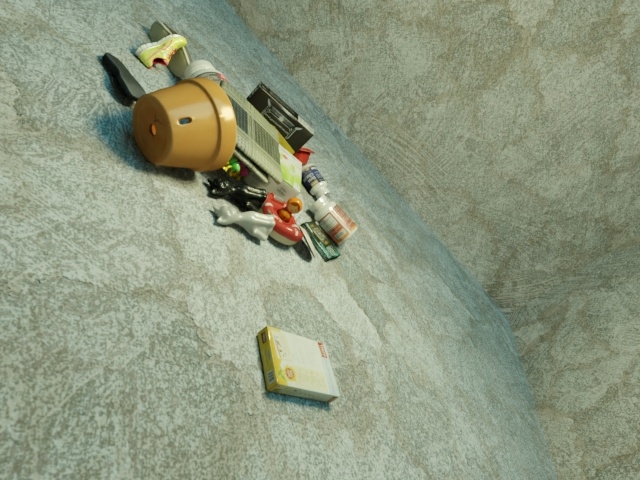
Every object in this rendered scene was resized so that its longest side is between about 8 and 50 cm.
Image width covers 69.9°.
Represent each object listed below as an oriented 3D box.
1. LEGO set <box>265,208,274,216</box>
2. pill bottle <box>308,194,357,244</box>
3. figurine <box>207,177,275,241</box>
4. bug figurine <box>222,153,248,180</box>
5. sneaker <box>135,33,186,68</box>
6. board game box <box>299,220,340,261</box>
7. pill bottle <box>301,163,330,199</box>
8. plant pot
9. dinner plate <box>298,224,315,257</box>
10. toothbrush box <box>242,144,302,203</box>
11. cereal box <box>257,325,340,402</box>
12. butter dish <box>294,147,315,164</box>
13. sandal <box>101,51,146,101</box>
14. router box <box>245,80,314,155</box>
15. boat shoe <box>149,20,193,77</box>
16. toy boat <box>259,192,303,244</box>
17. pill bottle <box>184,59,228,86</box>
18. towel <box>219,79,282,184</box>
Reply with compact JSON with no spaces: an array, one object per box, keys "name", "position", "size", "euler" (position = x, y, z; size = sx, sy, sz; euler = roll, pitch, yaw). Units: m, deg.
[{"name":"LEGO set","position":[-0.173,-0.069,1.590],"size":[0.023,0.054,0.083],"euler":[12,78,-35]},{"name":"pill bottle","position":[0.052,-0.094,2.020],"size":[0.216,0.121,0.121],"euler":[48,23,-5]},{"name":"figurine","position":[-0.274,-0.111,1.536],"size":[0.209,0.092,0.215],"euler":[17,39,-39]},{"name":"bug figurine","position":[-0.336,-0.324,1.636],"size":[0.216,0.072,0.279],"euler":[60,1,4]},{"name":"sneaker","position":[-0.612,-0.736,1.799],"size":[0.094,0.208,0.081],"euler":[59,-22,-5]},{"name":"board game box","position":[0.000,0.000,1.905],"size":[0.186,0.026,0.126],"euler":[55,24,11]},{"name":"pill bottle","position":[-0.026,-0.275,2.190],"size":[0.169,0.094,0.094],"euler":[56,24,15]},{"name":"plant pot","position":[-0.429,-0.344,1.395],"size":[0.203,0.291,0.291],"euler":[-23,73,-48]},{"name":"dinner plate","position":[-0.048,0.000,1.746],"size":[0.141,0.017,0.141],"euler":[61,-5,9]},{"name":"toothbrush box","position":[-0.191,-0.285,1.883],"size":[0.206,0.122,0.283],"euler":[38,24,-22]},{"name":"cereal box","position":[-0.058,0.343,1.256],"size":[0.240,0.047,0.173],"euler":[29,31,-40]},{"name":"butter dish","position":[-0.125,-0.389,2.175],"size":[0.159,0.118,0.160],"euler":[13,10,17]},{"name":"sandal","position":[-0.660,-0.533,1.532],"size":[0.254,0.054,0.097],"euler":[51,14,30]},{"name":"router box","position":[-0.219,-0.487,1.985],"size":[0.308,0.243,0.081],"euler":[38,26,-25]},{"name":"boat shoe","position":[-0.609,-0.800,1.938],"size":[0.324,0.117,0.096],"euler":[52,26,21]},{"name":"toy boat","position":[-0.125,-0.097,1.674],"size":[0.151,0.151,0.231],"euler":[23,35,-46]},{"name":"pill bottle","position":[-0.427,-0.559,1.807],"size":[0.176,0.176,0.319],"euler":[11,44,-55]},{"name":"towel","position":[-0.258,-0.381,1.654],"size":[0.324,0.056,0.312],"euler":[38,33,-43]}]
